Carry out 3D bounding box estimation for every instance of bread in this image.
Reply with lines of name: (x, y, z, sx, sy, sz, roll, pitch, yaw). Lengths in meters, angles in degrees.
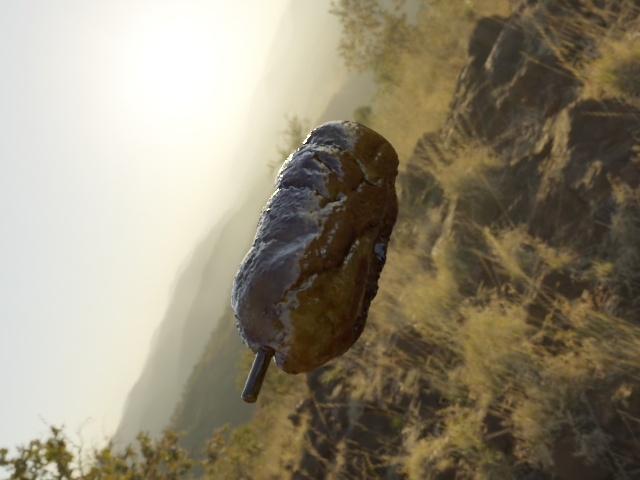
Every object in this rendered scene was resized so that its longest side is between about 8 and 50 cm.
bread: (-0.001, 0.002, 0.640, 0.344, 0.124, 0.084, -68, -3, -49)
